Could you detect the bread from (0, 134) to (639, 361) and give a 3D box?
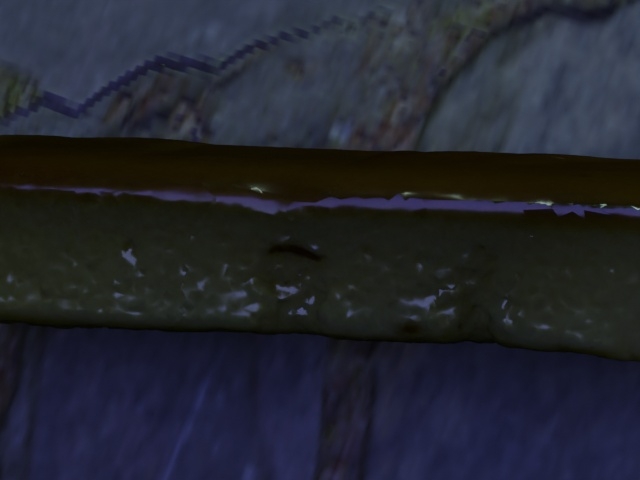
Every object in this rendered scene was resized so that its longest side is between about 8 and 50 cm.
[{"bbox_3d":[0.000,0.000,0.780,0.361,0.138,0.077,3,100,10],"label":"bread"}]
